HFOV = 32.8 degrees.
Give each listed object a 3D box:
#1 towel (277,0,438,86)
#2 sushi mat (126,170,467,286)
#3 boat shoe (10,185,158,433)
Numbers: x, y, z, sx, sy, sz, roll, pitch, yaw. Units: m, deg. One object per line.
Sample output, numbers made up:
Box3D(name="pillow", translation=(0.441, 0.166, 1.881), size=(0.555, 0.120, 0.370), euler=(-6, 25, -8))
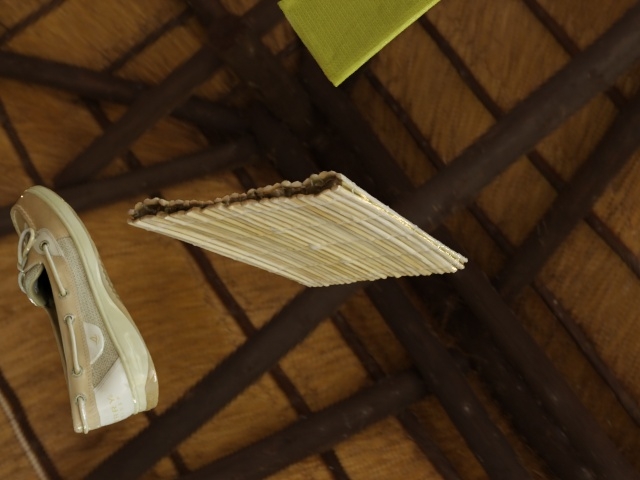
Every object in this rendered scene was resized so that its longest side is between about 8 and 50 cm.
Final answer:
Box3D(name="towel", translation=(0.077, -0.238, 0.899), size=(0.237, 0.021, 0.102), euler=(-38, -117, 14))
Box3D(name="sushi mat", translation=(0.000, 0.000, 0.813), size=(0.152, 0.316, 0.019), euler=(-6, -102, 21))
Box3D(name="boat shoe", translation=(-0.138, 0.033, 0.584), size=(0.048, 0.056, 0.153), euler=(-21, -117, -24))
